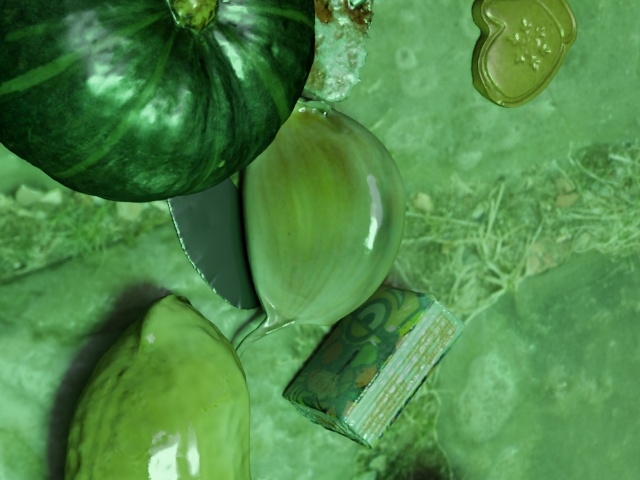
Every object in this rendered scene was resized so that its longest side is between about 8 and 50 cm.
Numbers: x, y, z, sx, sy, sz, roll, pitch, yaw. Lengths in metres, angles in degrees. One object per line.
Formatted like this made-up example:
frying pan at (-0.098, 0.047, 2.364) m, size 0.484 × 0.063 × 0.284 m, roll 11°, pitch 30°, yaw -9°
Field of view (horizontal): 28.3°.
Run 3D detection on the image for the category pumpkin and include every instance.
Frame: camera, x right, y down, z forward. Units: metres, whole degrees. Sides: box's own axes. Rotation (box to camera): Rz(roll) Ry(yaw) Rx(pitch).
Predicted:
pumpkin at (-0.147, -0.173, 1.005) m, size 0.300 × 0.207 × 0.300 m, roll 7°, pitch 79°, yaw -37°

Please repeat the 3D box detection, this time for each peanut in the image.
peanut at (-0.126, 0.220, 1.061) m, size 0.174 × 0.158 × 0.340 m, roll -12°, pitch 99°, yaw -26°

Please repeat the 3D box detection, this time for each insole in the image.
insole at (-0.105, -0.039, 1.144) m, size 0.080 × 0.003 × 0.232 m, roll -32°, pitch 107°, yaw -24°

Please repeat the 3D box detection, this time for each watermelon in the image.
watermelon at (-0.002, -0.238, 1.130) m, size 0.154 × 0.094 × 0.241 m, roll 3°, pitch 84°, yaw -21°

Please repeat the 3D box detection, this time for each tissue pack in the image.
tissue pack at (0.048, 0.112, 1.177) m, size 0.060 × 0.108 × 0.148 m, roll 47°, pitch 73°, yaw -24°

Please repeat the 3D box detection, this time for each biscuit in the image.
biscuit at (0.201, -0.205, 1.289) m, size 0.118 × 0.023 × 0.140 m, roll 37°, pitch 76°, yaw -25°

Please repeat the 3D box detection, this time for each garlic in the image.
garlic at (0.002, 0.004, 1.157) m, size 0.128 × 0.148 × 0.267 m, roll 16°, pitch 77°, yaw -67°
